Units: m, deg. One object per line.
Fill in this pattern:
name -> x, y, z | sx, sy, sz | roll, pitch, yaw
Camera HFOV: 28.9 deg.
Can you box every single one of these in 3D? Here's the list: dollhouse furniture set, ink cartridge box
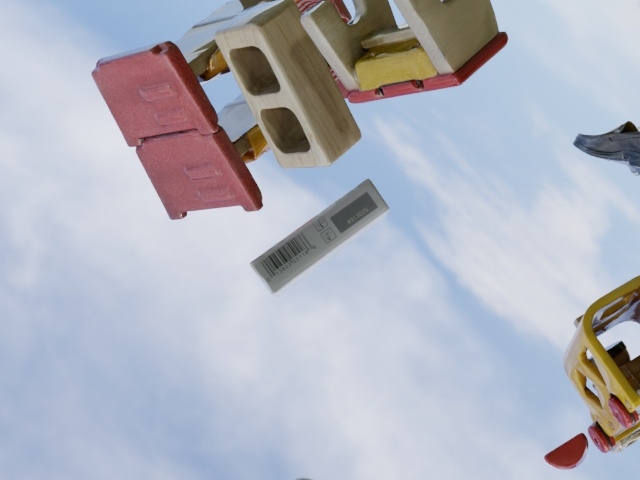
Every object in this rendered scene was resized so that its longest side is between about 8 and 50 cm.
dollhouse furniture set -> 0.018, -0.139, 0.963 | 0.201, 0.374, 0.152 | -44, -63, -35
ink cartridge box -> 0.000, 0.000, 1.279 | 0.045, 0.145, 0.179 | 54, 178, 0

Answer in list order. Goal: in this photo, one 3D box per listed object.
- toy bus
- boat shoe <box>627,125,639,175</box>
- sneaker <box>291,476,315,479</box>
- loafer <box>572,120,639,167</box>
toy bus -> 0.254, 0.099, 1.029 | 0.191, 0.202, 0.104 | -8, -120, -50
boat shoe -> 0.549, -0.139, 1.967 | 0.079, 0.095, 0.254 | 53, 164, -10
sneaker -> -0.018, 0.408, 1.754 | 0.097, 0.084, 0.234 | 26, -166, -33
loafer -> 0.431, -0.138, 1.755 | 0.062, 0.061, 0.170 | 7, -172, -42
